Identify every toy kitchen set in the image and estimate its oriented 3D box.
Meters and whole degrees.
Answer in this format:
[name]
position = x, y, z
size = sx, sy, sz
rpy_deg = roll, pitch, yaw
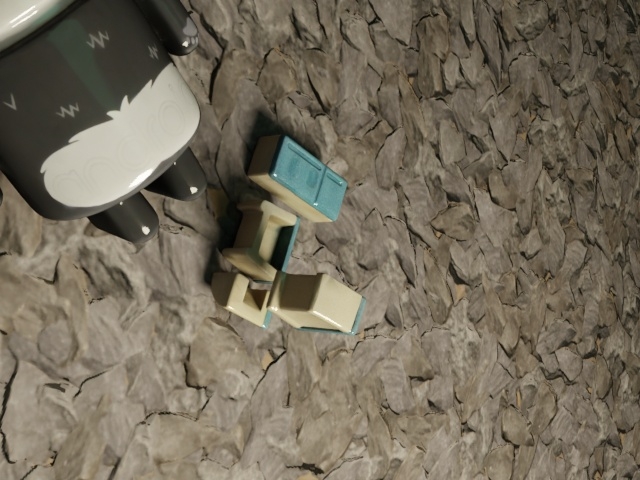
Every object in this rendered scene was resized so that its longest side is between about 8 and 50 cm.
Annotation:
[toy kitchen set]
position = 0.000, 0.000, 0.970
size = 0.122, 0.166, 0.207
rpy_deg = 34, 65, -43

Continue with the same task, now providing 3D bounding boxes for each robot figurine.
[robot figurine]
position = -0.210, -0.129, 0.738
size = 0.278, 0.174, 0.209
rpy_deg = 58, 27, -30
